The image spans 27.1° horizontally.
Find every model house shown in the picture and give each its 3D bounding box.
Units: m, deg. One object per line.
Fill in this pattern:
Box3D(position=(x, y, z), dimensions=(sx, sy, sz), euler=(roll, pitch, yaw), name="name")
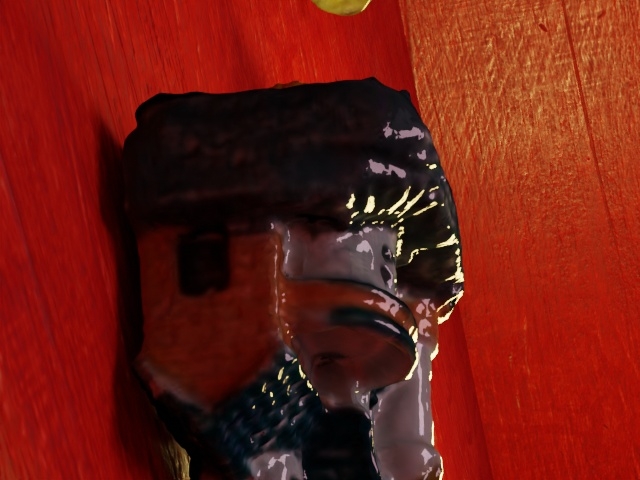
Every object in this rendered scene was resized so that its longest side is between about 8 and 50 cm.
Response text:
Box3D(position=(-0.008, 0.088, 0.772), dimensions=(0.253, 0.185, 0.291), euler=(72, 16, -60), name="model house")

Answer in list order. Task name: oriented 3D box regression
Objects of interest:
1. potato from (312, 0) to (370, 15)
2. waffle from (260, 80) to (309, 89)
Box3D(position=(0.021, -0.414, 1.555), dimensions=(0.176, 0.141, 0.298), euler=(-30, 109, -69), name="potato")
Box3D(position=(-0.001, 0.000, 1.237), dimensions=(0.229, 0.057, 0.219), euler=(65, 18, -59), name="waffle")
